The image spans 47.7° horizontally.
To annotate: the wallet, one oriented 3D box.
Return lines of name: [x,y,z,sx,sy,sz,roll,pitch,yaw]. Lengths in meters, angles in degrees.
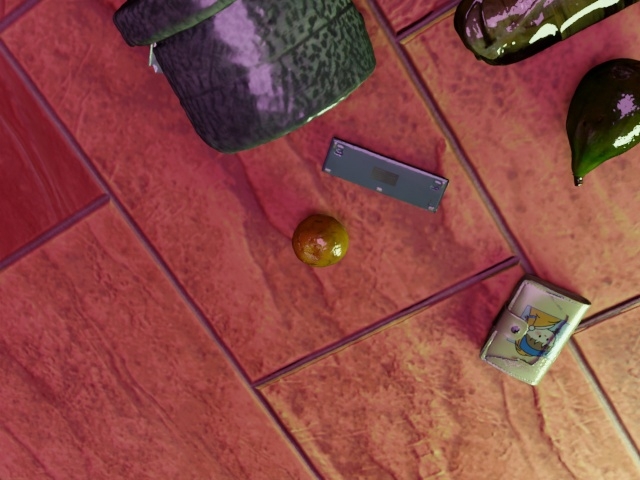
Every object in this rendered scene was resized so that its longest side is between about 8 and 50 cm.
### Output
wallet: [0.314,0.134,1.075,0.110,0.039,0.155,23,113,-1]

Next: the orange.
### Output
orange: [0.000,0.000,1.060,0.083,0.070,0.083,9,124,14]

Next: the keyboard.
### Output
keyboard: [0.092,-0.094,1.035,0.176,0.014,0.055,20,115,2]

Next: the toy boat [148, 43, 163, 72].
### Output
toy boat: [-0.204,-0.304,0.991,0.105,0.034,0.149,-3,111,14]

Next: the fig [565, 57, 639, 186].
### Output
fig: [0.357,-0.146,0.922,0.117,0.117,0.177,28,128,-2]

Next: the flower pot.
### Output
flower pot: [-0.080,-0.285,0.845,0.299,0.299,0.283,-23,112,18]

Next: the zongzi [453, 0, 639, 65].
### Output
zongzi: [0.252,-0.376,0.825,0.286,0.134,0.288,-26,106,16]
